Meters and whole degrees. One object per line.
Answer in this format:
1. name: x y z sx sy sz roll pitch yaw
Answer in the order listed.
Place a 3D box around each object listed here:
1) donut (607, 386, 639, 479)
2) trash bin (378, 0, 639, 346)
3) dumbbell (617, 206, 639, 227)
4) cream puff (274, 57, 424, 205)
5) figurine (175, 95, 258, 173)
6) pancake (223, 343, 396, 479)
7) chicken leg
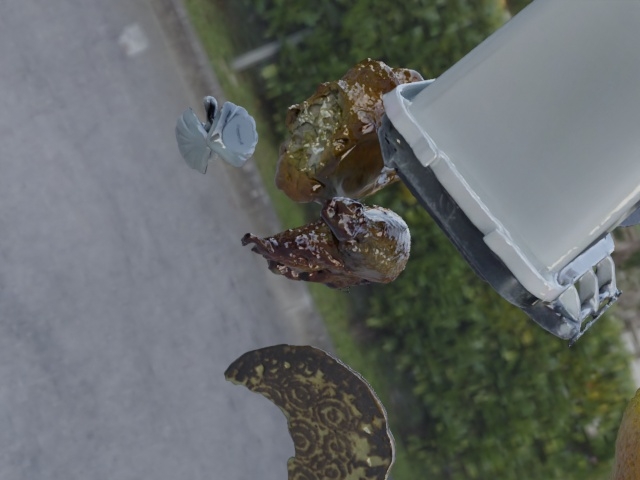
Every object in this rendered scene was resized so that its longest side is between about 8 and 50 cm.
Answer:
1. donut: 0.516 0.247 1.253 0.378 0.435 0.163 24 -59 58
2. trash bin: 0.279 -0.120 1.025 0.296 0.368 0.256 54 29 10
3. dumbbell: 0.520 -0.092 1.682 0.388 0.185 0.185 22 -41 65
4. cream puff: 0.048 -0.150 1.641 0.154 0.269 0.241 64 0 33
5. figurine: -0.135 -0.132 1.354 0.082 0.086 0.094 -21 106 -40
6. pancake: -0.013 0.194 1.080 0.020 0.184 0.190 -31 128 -68
7. chicken leg: 0.013 0.001 1.267 0.322 0.178 0.082 -16 -113 59
